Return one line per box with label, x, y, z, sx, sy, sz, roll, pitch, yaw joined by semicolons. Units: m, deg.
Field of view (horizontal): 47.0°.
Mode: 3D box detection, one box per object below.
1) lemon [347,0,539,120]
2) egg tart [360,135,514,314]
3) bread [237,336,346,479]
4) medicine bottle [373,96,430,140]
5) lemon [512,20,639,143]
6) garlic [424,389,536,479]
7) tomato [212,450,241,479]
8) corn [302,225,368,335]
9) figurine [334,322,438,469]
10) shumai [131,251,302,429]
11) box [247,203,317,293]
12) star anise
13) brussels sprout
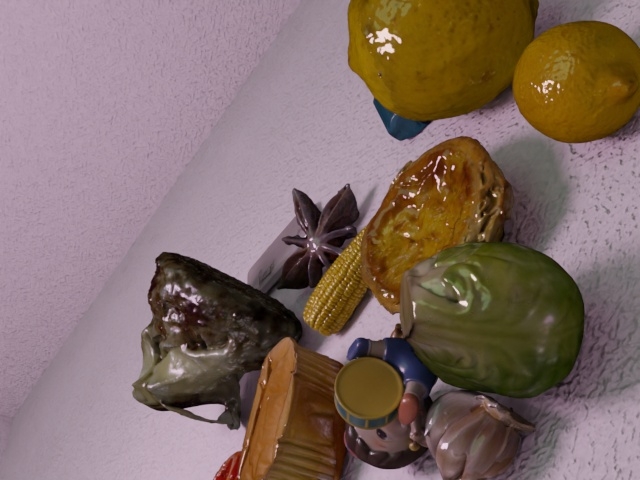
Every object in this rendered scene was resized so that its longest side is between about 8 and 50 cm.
lemon;0.234;-0.405;1.404;0.387;0.350;0.350;-18;38;9
egg tart;0.208;-0.012;1.272;0.341;0.129;0.341;-40;33;34
bread;-0.035;0.330;1.333;0.204;0.156;0.288;-43;32;47
medicine bottle;0.184;-0.321;1.690;0.124;0.079;0.258;-54;26;21
lemon;0.390;-0.241;1.120;0.187;0.187;0.244;-57;20;5
garlic;0.193;0.293;1.006;0.127;0.131;0.194;30;98;46
tomato;-0.162;0.506;1.466;0.155;0.069;0.155;-45;26;30
corn;0.055;0.081;1.489;0.244;0.093;0.093;-56;26;8
figurine;0.096;0.259;1.108;0.158;0.275;0.161;-25;51;-17
shumai;-0.269;0.229;1.625;0.348;0.395;0.395;-59;26;-1
box;-0.099;0.033;1.875;0.285;0.044;0.142;-48;26;24
star anise;0.001;-0.005;1.657;0.198;0.110;0.257;5;83;36
brussels sprout;0.226;0.103;0.980;0.244;0.244;0.244;-42;31;33
